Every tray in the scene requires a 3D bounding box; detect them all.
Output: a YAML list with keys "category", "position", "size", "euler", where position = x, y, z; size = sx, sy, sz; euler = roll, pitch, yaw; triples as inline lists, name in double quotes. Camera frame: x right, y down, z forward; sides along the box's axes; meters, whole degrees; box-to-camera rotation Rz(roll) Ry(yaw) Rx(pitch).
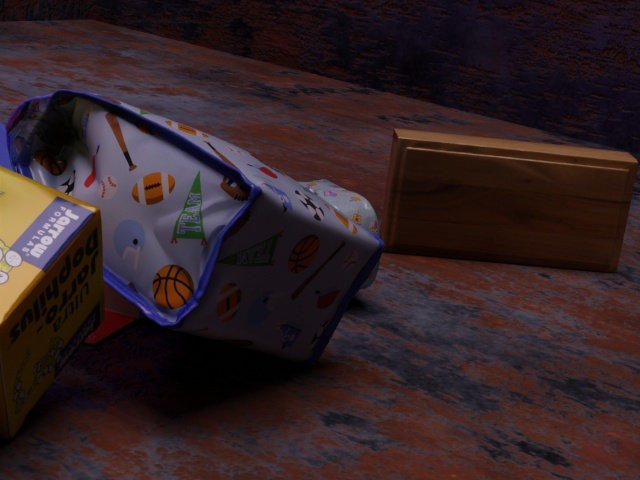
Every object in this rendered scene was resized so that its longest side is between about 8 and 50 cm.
- category: "tray"
  position: [0.319, -0.066, 2.156]
  size: [0.411, 0.202, 0.076]
  euler: [5, 18, -4]

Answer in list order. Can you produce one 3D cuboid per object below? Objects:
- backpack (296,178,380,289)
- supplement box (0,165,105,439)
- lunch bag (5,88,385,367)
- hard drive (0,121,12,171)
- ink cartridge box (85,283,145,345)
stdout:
- category: "backpack"
  position: [0.000, 0.000, 1.876]
  size: [0.144, 0.165, 0.188]
  euler: [-10, 19, -38]
- category: "supplement box"
  position: [-0.435, 0.023, 1.354]
  size: [0.357, 0.195, 0.194]
  euler: [22, 49, 12]
- category: "lunch bag"
  position: [-0.176, -0.026, 1.572]
  size: [0.385, 0.238, 0.328]
  euler: [34, 4, 31]
- category: "hard drive"
  position: [-0.530, -0.099, 1.847]
  size: [0.210, 0.040, 0.319]
  euler: [-32, 52, -31]
- category: "ink cartridge box"
  position: [-0.363, 0.054, 1.743]
  size: [0.275, 0.060, 0.239]
  euler: [13, 16, 19]
